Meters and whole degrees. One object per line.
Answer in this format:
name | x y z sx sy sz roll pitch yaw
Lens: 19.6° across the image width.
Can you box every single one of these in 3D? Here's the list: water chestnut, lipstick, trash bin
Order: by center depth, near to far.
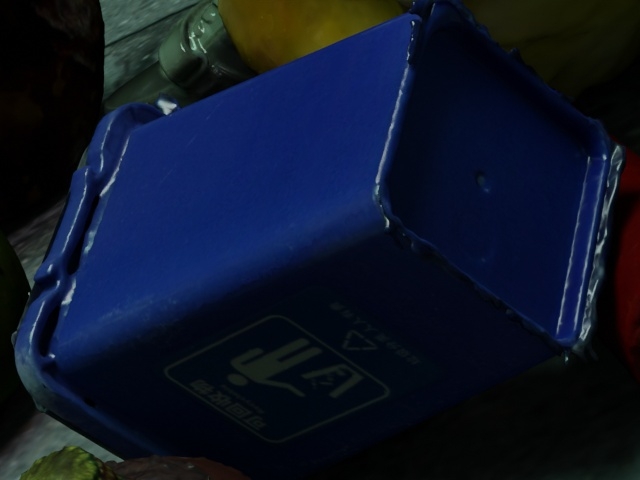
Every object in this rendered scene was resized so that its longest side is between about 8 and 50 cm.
trash bin | 0.000 0.000 0.786 0.234 0.162 0.184 -25 40 45
lipstick | 0.126 -0.004 0.819 0.080 0.080 0.241 -33 24 -2
water chestnut | -0.327 -0.155 1.340 0.335 0.335 0.347 -27 57 11

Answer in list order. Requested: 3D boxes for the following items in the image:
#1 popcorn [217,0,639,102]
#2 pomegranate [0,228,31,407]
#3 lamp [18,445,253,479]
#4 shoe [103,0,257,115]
popcorn | 0.077 -0.237 0.965 0.349 0.349 0.382 -32 68 1
pomegranate | -0.268 0.056 1.079 0.187 0.187 0.225 -48 4 -31
lamp | -0.081 0.144 0.718 0.156 0.135 0.157 -44 25 -24
shoe | -0.042 -0.165 1.227 0.293 0.149 0.109 -21 28 20
